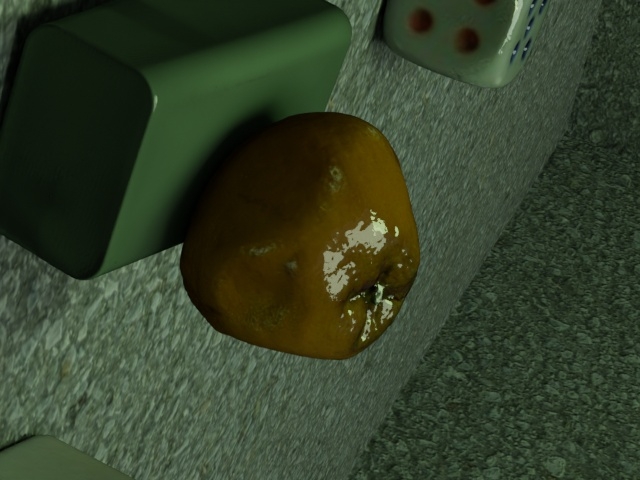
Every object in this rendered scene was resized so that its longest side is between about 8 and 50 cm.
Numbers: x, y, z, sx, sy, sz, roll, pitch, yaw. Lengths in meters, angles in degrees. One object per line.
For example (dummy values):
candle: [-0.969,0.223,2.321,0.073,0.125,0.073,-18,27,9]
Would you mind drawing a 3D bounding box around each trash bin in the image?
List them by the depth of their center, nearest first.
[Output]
trash bin: [-0.141,-0.115,1.410,0.343,0.158,0.223,-29,145,-58]

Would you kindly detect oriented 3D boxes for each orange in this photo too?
orange: [0.000,0.000,1.413,0.249,0.183,0.249,-49,160,-25]

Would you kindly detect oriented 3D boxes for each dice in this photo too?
dice: [0.209,-0.332,2.183,0.194,0.193,0.191,-26,137,-65]

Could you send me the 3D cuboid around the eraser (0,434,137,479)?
eraser: [-0.325,0.339,1.496,0.331,0.150,0.331,-58,166,-24]
